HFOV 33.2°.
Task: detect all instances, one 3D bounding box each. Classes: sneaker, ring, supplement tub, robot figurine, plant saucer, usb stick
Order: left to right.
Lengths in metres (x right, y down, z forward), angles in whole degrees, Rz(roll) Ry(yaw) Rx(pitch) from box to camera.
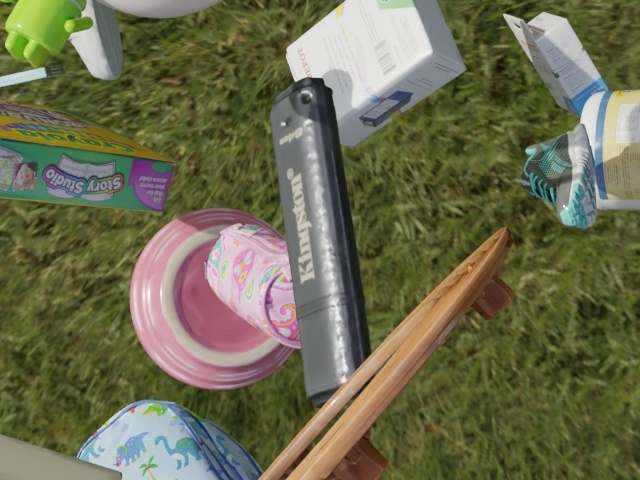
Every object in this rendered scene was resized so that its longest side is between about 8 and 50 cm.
[{"bbox_3d":[-0.416,-0.368,1.622,0.169,0.108,0.293,-13,114,9],"label":"sneaker"},{"bbox_3d":[-0.306,-0.252,1.197,0.101,0.067,0.115,25,79,12],"label":"robot figurine"},{"bbox_3d":[-0.171,0.101,1.922,0.332,0.084,0.332,3,81,-20],"label":"plant saucer"},{"bbox_3d":[0.000,0.125,0.608,0.032,0.336,0.336,43,97,4],"label":"ring"},{"bbox_3d":[0.000,0.000,0.905,0.045,0.077,0.278,1,73,-30],"label":"usb stick"},{"bbox_3d":[0.243,-0.059,1.106,0.076,0.166,0.065,-13,116,20],"label":"sneaker"},{"bbox_3d":[0.415,-0.107,1.254,0.199,0.144,0.144,1,102,28],"label":"supplement tub"}]

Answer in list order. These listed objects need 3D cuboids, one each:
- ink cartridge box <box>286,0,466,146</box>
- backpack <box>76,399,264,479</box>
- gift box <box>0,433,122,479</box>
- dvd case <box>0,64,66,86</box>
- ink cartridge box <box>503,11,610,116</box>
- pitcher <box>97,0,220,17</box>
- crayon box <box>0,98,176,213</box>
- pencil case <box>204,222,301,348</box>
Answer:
[{"bbox_3d":[0.071,-0.250,1.470,0.212,0.093,0.154,-33,65,30],"label":"ink cartridge box"},{"bbox_3d":[-0.198,0.395,1.545,0.290,0.355,0.273,-41,130,9],"label":"backpack"},{"bbox_3d":[-0.315,0.268,0.779,0.258,0.276,0.255,22,118,-19],"label":"gift box"},{"bbox_3d":[-0.327,-0.174,1.155,0.087,0.119,0.013,-13,100,-2],"label":"dvd case"},{"bbox_3d":[0.363,-0.286,1.648,0.060,0.104,0.180,-35,109,4],"label":"ink cartridge box"},{"bbox_3d":[-0.152,-0.199,0.694,0.178,0.207,0.125,-53,142,-17],"label":"pitcher"},{"bbox_3d":[-0.477,-0.152,1.764,0.313,0.363,0.106,25,104,40],"label":"crayon box"},{"bbox_3d":[-0.065,0.051,1.399,0.124,0.284,0.124,-4,102,-20],"label":"pencil case"}]
